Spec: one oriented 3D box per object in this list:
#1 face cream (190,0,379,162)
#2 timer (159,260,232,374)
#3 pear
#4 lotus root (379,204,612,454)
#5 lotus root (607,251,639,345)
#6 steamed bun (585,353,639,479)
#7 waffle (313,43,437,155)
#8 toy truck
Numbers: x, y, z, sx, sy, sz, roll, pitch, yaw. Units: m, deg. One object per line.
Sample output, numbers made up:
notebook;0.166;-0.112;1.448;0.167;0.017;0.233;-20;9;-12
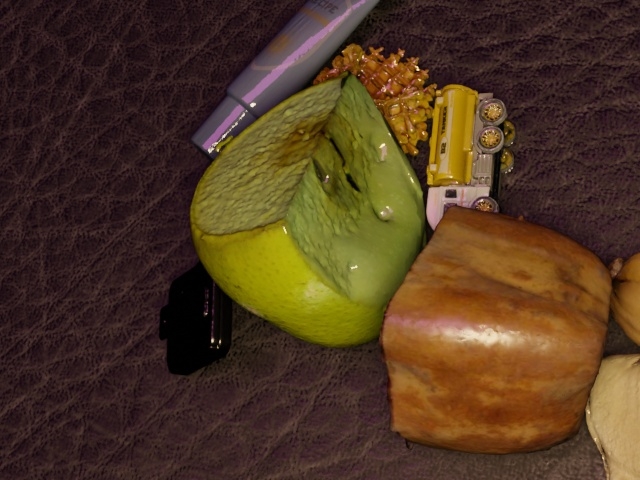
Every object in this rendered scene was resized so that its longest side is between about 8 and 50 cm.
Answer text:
face cream;-0.043;-0.270;1.925;0.385;0.086;0.135;-49;40;-3
timer;-0.176;0.105;1.807;0.055;0.187;0.144;8;70;-25
pear;0.000;0.000;1.728;0.238;0.318;0.342;-18;32;34
lotus root;0.237;0.130;1.623;0.250;0.316;0.316;10;76;18
lotus root;0.485;0.103;1.603;0.303;0.146;0.131;30;46;30
steamed bun;0.420;0.249;1.584;0.110;0.231;0.212;6;93;-24
waffle;0.067;-0.191;1.871;0.193;0.070;0.197;9;76;21
toy truck;0.203;-0.102;1.785;0.114;0.098;0.227;1;72;19
